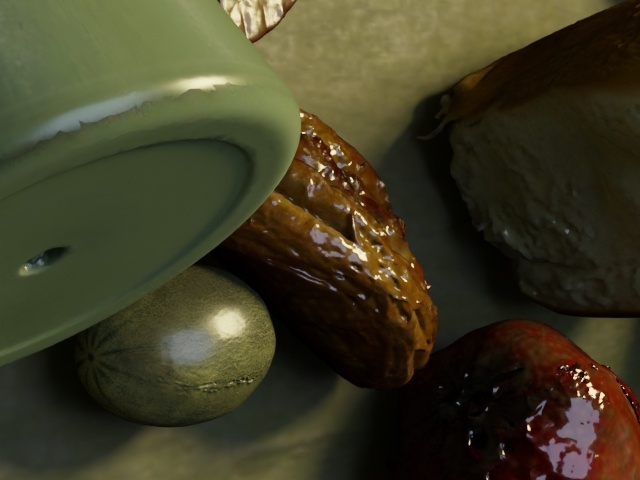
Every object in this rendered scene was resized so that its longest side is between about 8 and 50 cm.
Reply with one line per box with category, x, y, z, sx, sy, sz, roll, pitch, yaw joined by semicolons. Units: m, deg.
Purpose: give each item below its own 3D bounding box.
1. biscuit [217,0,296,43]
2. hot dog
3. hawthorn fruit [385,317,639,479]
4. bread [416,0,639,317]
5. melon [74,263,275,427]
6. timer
biscuit;-0.067;-0.236;1.255;0.176;0.031;0.228;21;71;-40
hot dog;-0.002;0.003;1.226;0.227;0.099;0.160;49;15;-38
hawthorn fruit;0.154;0.155;1.327;0.235;0.181;0.181;34;61;-47
bread;0.258;-0.067;1.395;0.279;0.250;0.225;-34;105;-44
melon;-0.085;0.062;1.147;0.131;0.098;0.098;-15;94;-49
timer;-0.203;-0.120;0.981;0.291;0.291;0.315;-14;71;-44
